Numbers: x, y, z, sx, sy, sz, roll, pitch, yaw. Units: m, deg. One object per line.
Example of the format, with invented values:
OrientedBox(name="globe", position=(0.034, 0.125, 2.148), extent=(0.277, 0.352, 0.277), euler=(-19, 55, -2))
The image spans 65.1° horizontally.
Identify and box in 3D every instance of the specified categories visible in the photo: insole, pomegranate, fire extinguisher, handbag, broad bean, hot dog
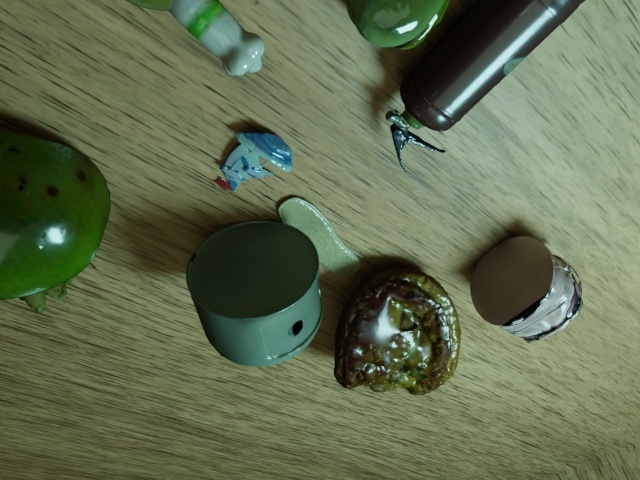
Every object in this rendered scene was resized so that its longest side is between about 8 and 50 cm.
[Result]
OrientedBox(name="insole", position=(0.000, 0.000, 0.973), extent=(0.081, 0.011, 0.248), euler=(-28, 132, 19))
OrientedBox(name="pomegranate", position=(-0.487, 0.005, 0.774), extent=(0.310, 0.216, 0.358), euler=(-4, 136, -8))
OrientedBox(name="fire extinguisher", position=(0.209, -0.230, 0.702), extent=(0.138, 0.102, 0.344), euler=(24, 128, -30))
OrientedBox(name="handbag", position=(0.413, 0.100, 1.014), extent=(0.117, 0.179, 0.205), euler=(16, 132, -31))
OrientedBox(name="broad bean", position=(0.098, -0.338, 0.586), extent=(0.170, 0.100, 0.227), euler=(-17, 133, 0))
OrientedBox(name="hot dog", position=(0.161, 0.225, 1.106), extent=(0.267, 0.174, 0.387), euler=(0, 136, -4))

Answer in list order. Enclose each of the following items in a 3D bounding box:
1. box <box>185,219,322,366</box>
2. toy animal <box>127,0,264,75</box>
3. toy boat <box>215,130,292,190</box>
OrientedBox(name="box", position=(-0.111, 0.092, 0.901), extent=(0.226, 0.226, 0.149), euler=(-6, 136, -1))
OrientedBox(name="toy animal", position=(-0.202, -0.330, 0.504), extent=(0.363, 0.181, 0.180), euler=(17, 140, -21))
OrientedBox(name="toy boat", position=(-0.119, -0.135, 0.819), extent=(0.150, 0.034, 0.105), euler=(-11, 140, 22))
